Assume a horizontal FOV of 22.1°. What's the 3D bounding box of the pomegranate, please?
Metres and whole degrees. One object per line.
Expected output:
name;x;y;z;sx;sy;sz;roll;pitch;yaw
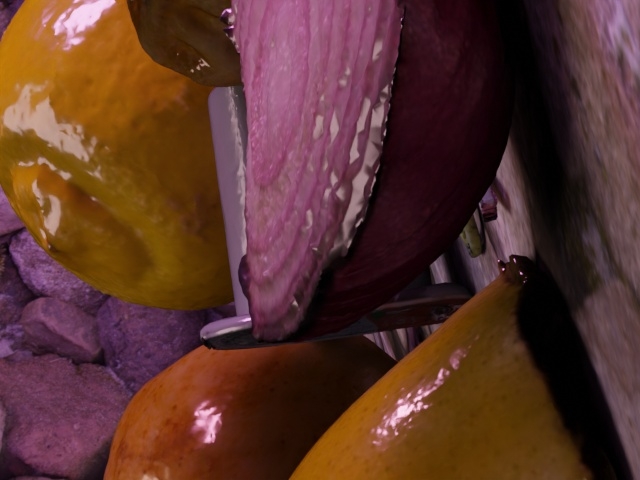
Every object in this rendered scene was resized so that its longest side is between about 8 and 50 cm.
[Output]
pomegranate;-0.023;0.254;1.689;0.410;0.410;0.410;165;90;-88

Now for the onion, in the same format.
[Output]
onion;0.036;-0.089;0.730;0.247;0.111;0.250;121;151;-55

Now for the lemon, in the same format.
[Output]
lemon;-0.116;-0.110;1.400;0.348;0.348;0.348;165;90;-88

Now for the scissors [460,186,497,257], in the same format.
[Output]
scissors;0.076;-0.047;0.926;0.187;0.020;0.133;-105;-3;-85

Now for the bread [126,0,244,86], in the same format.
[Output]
bread;-0.053;-0.201;1.025;0.152;0.130;0.267;57;151;17

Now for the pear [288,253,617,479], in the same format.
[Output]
pear;0.056;0.156;0.821;0.267;0.178;0.267;162;90;-86

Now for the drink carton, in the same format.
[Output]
drink carton;-0.003;-0.023;1.168;0.185;0.191;0.189;75;-174;-86
